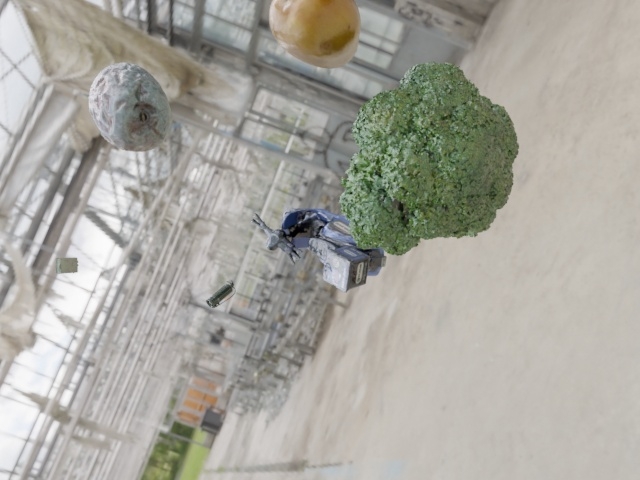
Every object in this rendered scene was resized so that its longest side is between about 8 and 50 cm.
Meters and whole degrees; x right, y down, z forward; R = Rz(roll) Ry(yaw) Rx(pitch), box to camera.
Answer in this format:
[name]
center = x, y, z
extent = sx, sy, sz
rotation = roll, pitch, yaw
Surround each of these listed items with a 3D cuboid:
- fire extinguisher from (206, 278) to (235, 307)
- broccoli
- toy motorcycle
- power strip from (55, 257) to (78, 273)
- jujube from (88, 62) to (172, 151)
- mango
[fire extinguisher]
center = -0.229, 0.127, 1.740
extent = 0.083, 0.038, 0.025
rotation = -42, -11, -31
[broccoli]
center = 0.224, -0.156, 1.460
extent = 0.310, 0.321, 0.413
rotation = 60, -132, -75
[toy motorcycle]
center = 0.000, 0.000, 1.804
extent = 0.213, 0.359, 0.125
rotation = -14, -60, -42
[power strip]
center = -0.760, 0.076, 2.220
extent = 0.136, 0.019, 0.050
rotation = 0, -94, -84
[jujube]
center = -0.580, -0.400, 2.220
extent = 0.308, 0.215, 0.246
rotation = 36, 142, 54
[mango]
center = -0.012, -0.408, 1.410
extent = 0.139, 0.176, 0.254
rotation = -63, -2, -5
